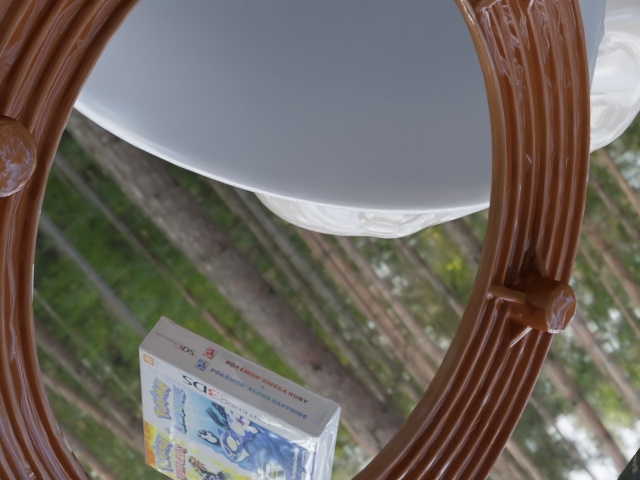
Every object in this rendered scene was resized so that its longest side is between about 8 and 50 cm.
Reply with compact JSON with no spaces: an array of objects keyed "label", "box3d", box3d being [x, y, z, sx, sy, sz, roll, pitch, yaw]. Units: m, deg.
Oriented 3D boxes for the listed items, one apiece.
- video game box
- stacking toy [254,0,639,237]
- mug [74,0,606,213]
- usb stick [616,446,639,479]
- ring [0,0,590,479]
[{"label":"video game box","box3d":[-0.079,0.181,1.264,0.187,0.205,0.048,26,-128,17]},{"label":"stacking toy","box3d":[0.045,-0.273,1.125,0.350,0.350,0.480,-29,-113,19]},{"label":"mug","box3d":[0.049,-0.225,0.657,0.374,0.276,0.328,-16,-124,53]},{"label":"usb stick","box3d":[0.251,0.277,1.224,0.278,0.045,0.077,-60,170,20]},{"label":"ring","box3d":[0.000,0.000,0.461,0.032,0.337,0.336,18,-124,43]}]
